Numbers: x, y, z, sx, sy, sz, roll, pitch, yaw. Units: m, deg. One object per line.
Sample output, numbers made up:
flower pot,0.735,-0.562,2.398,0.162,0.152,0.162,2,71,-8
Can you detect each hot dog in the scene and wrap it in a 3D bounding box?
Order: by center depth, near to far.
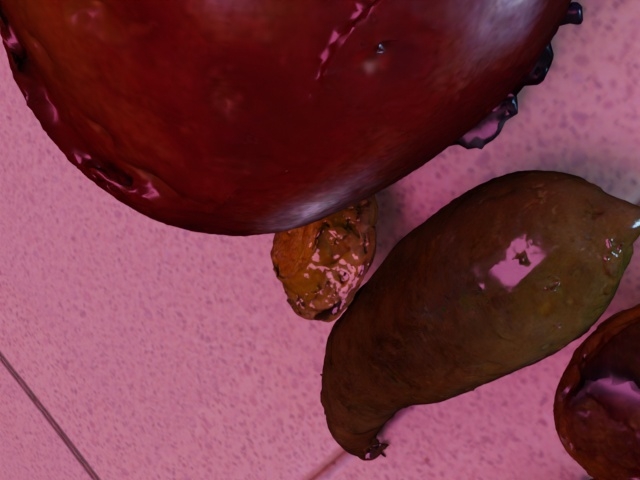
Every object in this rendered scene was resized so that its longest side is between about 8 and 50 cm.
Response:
hot dog,0.267,0.117,0.646,0.226,0.099,0.161,19,123,30

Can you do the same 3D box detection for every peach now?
peach,-0.032,-0.182,0.632,0.339,0.353,0.416,58,171,12

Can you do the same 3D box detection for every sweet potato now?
sweet potato,0.084,0.069,0.767,0.130,0.130,0.423,50,141,8

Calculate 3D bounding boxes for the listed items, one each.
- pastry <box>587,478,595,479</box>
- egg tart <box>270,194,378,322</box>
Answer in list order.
pastry,0.179,0.261,0.739,0.103,0.188,0.189,50,134,5
egg tart,0.000,0.000,0.804,0.130,0.052,0.130,-39,41,44
